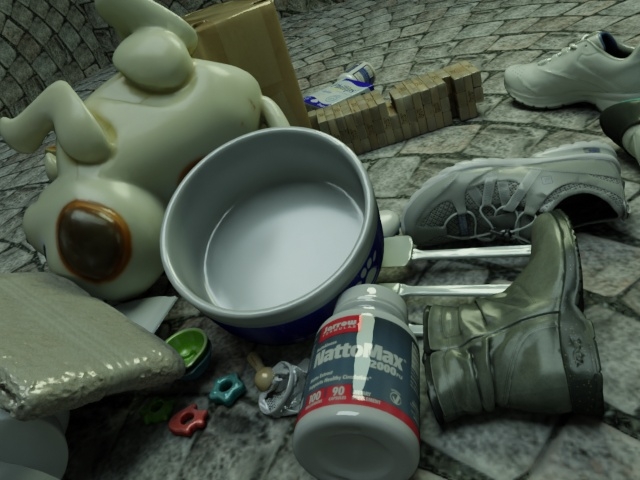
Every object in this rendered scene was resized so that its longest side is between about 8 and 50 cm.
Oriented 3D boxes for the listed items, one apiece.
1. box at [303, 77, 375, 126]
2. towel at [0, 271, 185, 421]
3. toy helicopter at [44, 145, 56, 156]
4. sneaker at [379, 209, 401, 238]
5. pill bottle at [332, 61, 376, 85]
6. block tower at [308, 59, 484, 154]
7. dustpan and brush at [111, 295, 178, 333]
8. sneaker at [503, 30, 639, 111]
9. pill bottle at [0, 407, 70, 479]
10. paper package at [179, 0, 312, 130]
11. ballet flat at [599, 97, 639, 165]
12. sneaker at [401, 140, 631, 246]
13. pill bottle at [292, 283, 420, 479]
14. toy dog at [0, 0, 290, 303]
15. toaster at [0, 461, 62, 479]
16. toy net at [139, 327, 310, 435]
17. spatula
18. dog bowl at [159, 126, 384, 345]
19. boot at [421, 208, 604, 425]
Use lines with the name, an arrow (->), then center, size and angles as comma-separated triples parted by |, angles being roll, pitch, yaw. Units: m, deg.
box -> 0.044, -0.311, 1.224 | 0.137, 0.072, 0.126 | -29, 33, -16
towel -> -0.311, 0.103, 0.584 | 0.282, 0.049, 0.187 | 22, 12, 30
toy helicopter -> -0.517, -0.186, 1.268 | 0.355, 0.140, 0.235 | 17, 23, 29
sneaker -> 0.000, 0.000, 0.752 | 0.237, 0.086, 0.085 | -18, 30, -1
pill bottle -> 0.083, -0.403, 1.351 | 0.067, 0.067, 0.120 | 12, 43, 41
block tower -> 0.150, -0.256, 1.063 | 0.336, 0.090, 0.097 | -17, 31, 5
dustpan and brush -> -0.311, 0.143, 0.741 | 0.211, 0.060, 0.147 | -1, 34, 16
sneaker -> 0.457, -0.302, 0.929 | 0.111, 0.129, 0.297 | -38, 34, -24
pill bottle -> -0.380, 0.183, 0.609 | 0.153, 0.153, 0.265 | -32, 34, -20
paper package -> -0.180, -0.310, 1.107 | 0.168, 0.324, 0.309 | -31, 32, -20
ballet flat -> 0.481, -0.122, 0.675 | 0.096, 0.095, 0.280 | -46, 39, -18
sneaker -> 0.239, -0.042, 0.668 | 0.282, 0.105, 0.115 | -17, 45, 16
pill bottle -> 0.041, 0.128, 0.507 | 0.108, 0.107, 0.180 | -9, 32, 16
toy dog -> -0.278, -0.100, 0.830 | 0.407, 0.396, 0.284 | -66, 5, -20
toaster -> -0.247, 0.282, 0.424 | 0.168, 0.110, 0.185 | 2, 37, 30
toy net -> -0.098, 0.160, 0.593 | 0.232, 0.045, 0.122 | -2, 35, 27
spatula -> 0.141, 0.055, 0.630 | 0.242, 0.019, 0.168 | -4, 42, 23
dog bowl -> -0.056, -0.009, 0.662 | 0.265, 0.104, 0.264 | -7, 60, 13
boot -> 0.181, 0.065, 0.536 | 0.161, 0.083, 0.246 | -7, 42, 23
